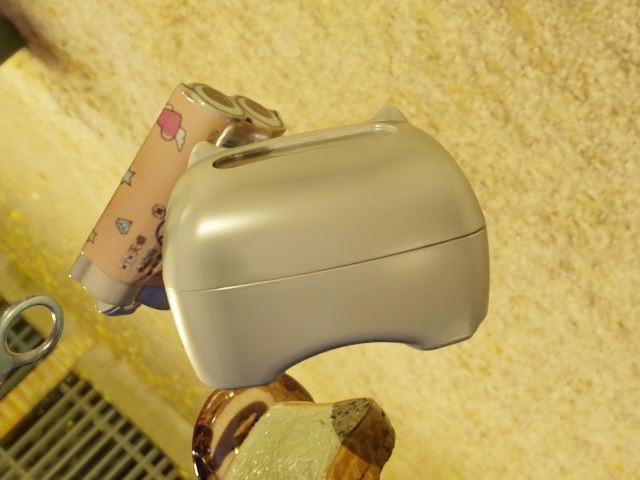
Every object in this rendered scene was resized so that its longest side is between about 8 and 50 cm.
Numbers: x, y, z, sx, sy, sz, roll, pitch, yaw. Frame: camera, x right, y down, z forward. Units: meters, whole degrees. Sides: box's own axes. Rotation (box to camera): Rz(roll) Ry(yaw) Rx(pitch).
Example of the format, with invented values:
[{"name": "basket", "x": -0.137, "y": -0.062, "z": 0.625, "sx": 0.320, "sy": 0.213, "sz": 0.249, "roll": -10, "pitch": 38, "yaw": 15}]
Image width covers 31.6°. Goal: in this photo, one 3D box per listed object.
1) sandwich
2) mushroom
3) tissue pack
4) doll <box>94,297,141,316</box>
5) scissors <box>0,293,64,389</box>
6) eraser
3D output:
[{"name": "sandwich", "x": -0.025, "y": 0.313, "z": 1.537, "sx": 0.251, "sy": 0.226, "sz": 0.087, "roll": -12, "pitch": 125, "yaw": 49}, {"name": "mushroom", "x": -0.095, "y": 0.369, "z": 2.035, "sx": 0.163, "sy": 0.278, "sz": 0.297, "roll": 22, "pitch": -132, "yaw": -60}, {"name": "tissue pack", "x": 0.000, "y": 0.000, "z": 1.181, "sx": 0.229, "sy": 0.333, "sz": 0.235, "roll": -116, "pitch": 15, "yaw": -74}, {"name": "doll", "x": -0.312, "y": 0.087, "z": 1.850, "sx": 0.180, "sy": 0.094, "sz": 0.079, "roll": -11, "pitch": 118, "yaw": 44}, {"name": "scissors", "x": -0.480, "y": 0.250, "z": 1.527, "sx": 0.029, "sy": 0.256, "sz": 0.383, "roll": 34, "pitch": 122, "yaw": 56}, {"name": "eraser", "x": -0.174, "y": -0.049, "z": 1.408, "sx": 0.171, "sy": 0.290, "sz": 0.087, "roll": 11, "pitch": -151, "yaw": -47}]
